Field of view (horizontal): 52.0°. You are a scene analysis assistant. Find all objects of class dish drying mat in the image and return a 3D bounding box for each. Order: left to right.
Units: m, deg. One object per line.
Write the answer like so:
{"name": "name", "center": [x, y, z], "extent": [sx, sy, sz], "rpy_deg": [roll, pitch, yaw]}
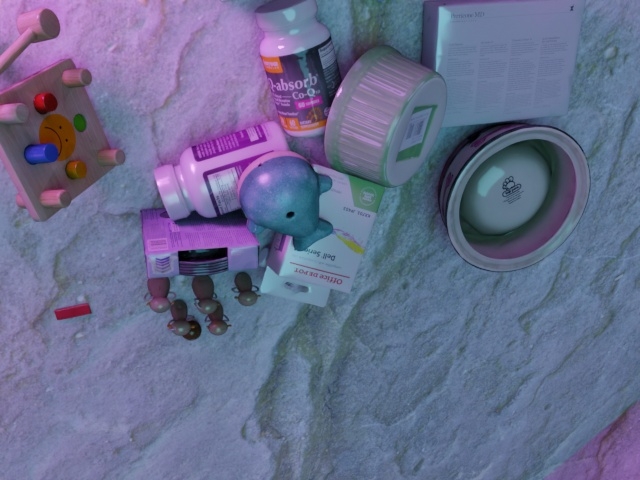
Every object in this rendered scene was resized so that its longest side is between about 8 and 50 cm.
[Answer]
{"name": "dish drying mat", "center": [-0.620, 0.179, 1.641], "extent": [0.083, 0.008, 0.032], "rpy_deg": [-12, 120, -11]}

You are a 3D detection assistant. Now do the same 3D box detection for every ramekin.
{"name": "ramekin", "center": [0.156, -0.266, 1.468], "extent": [0.303, 0.148, 0.303], "rpy_deg": [-44, 150, -33]}

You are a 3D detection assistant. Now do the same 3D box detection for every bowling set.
{"name": "bowling set", "center": [-0.298, 0.193, 1.659], "extent": [0.286, 0.154, 0.200], "rpy_deg": [-2, 117, -15]}

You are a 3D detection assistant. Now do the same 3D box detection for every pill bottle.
{"name": "pill bottle", "center": [-0.216, -0.150, 1.498], "extent": [0.301, 0.169, 0.169], "rpy_deg": [-19, 120, -7]}
{"name": "pill bottle", "center": [-0.104, 0.067, 1.703], "extent": [0.120, 0.067, 0.067], "rpy_deg": [31, 104, -28]}
{"name": "pill bottle", "center": [-0.042, -0.380, 1.434], "extent": [0.162, 0.162, 0.279], "rpy_deg": [-21, 121, -5]}

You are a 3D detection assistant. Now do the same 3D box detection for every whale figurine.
{"name": "whale figurine", "center": [-0.060, -0.064, 1.422], "extent": [0.216, 0.141, 0.272], "rpy_deg": [-31, 132, 4]}

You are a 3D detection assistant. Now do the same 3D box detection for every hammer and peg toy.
{"name": "hammer and peg toy", "center": [-0.557, -0.248, 1.296], "extent": [0.127, 0.266, 0.362], "rpy_deg": [1, 125, 26]}

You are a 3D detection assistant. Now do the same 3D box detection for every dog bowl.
{"name": "dog bowl", "center": [0.492, -0.127, 1.733], "extent": [0.407, 0.150, 0.408], "rpy_deg": [-7, 118, -12]}

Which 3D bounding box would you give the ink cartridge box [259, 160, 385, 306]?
{"name": "ink cartridge box", "center": [0.000, 0.000, 1.623], "extent": [0.207, 0.119, 0.354], "rpy_deg": [15, 97, -23]}

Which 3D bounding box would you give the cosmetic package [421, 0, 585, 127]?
{"name": "cosmetic package", "center": [0.432, -0.436, 1.585], "extent": [0.377, 0.097, 0.285], "rpy_deg": [-7, 120, -13]}

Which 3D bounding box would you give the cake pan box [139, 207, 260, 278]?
{"name": "cake pan box", "center": [-0.280, -0.005, 1.498], "extent": [0.245, 0.267, 0.070], "rpy_deg": [-7, 116, -16]}
